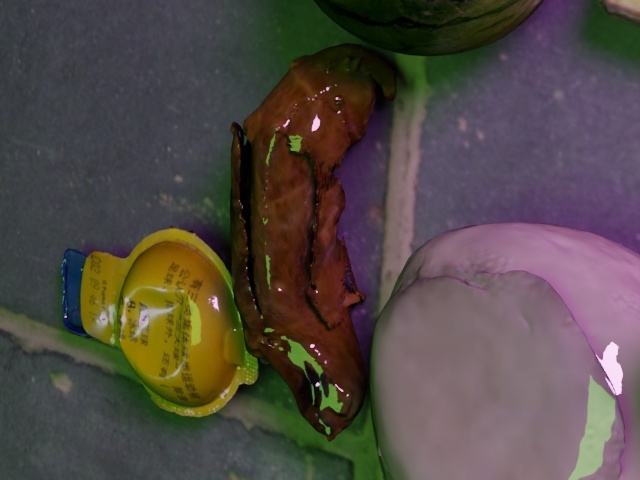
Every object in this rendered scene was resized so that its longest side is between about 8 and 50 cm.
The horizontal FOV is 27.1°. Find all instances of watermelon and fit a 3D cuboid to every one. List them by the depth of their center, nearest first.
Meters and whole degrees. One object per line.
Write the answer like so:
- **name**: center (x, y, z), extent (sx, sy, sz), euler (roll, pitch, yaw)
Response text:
- **watermelon**: center (0.064, -0.223, 0.907), extent (0.214, 0.188, 0.188), euler (27, 116, 24)

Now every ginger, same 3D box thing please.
- **ginger**: center (-0.013, -0.006, 1.074), extent (0.133, 0.107, 0.309), euler (8, 105, 13)

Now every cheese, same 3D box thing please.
- **cheese**: center (-0.154, 0.069, 1.221), extent (0.270, 0.069, 0.177), euler (12, 107, 39)

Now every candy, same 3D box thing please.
- **candy**: center (0.156, 0.123, 0.915), extent (0.295, 0.185, 0.295), euler (4, 96, 53)

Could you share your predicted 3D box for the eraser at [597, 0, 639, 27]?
- **eraser**: center (0.253, -0.214, 0.841), extent (0.117, 0.058, 0.172), euler (24, 114, 33)
